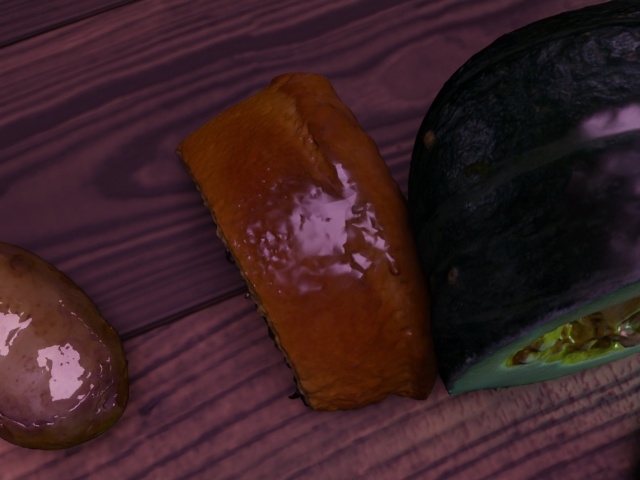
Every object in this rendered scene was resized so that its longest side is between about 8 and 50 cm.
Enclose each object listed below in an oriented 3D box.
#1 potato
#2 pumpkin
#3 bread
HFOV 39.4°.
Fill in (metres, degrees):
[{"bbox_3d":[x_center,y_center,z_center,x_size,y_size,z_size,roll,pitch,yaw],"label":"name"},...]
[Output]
[{"bbox_3d":[-0.200,0.067,0.590,0.170,0.080,0.107,35,68,4],"label":"potato"},{"bbox_3d":[0.184,-0.045,0.539,0.263,0.293,0.197,-29,70,31],"label":"pumpkin"},{"bbox_3d":[-0.002,-0.007,0.592,0.129,0.134,0.260,-26,78,-8],"label":"bread"}]
